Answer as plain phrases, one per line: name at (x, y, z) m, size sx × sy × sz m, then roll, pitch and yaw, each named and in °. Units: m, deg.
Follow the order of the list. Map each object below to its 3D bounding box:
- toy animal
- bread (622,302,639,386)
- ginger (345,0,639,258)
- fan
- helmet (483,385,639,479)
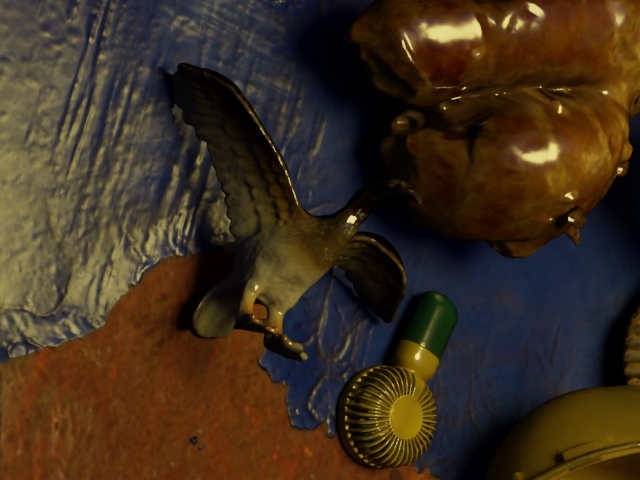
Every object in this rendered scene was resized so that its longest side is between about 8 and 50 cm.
toy animal at (-0.003, 0.012, 1.386) m, size 0.272 × 0.197 × 0.160 m, roll 42°, pitch 67°, yaw -32°
bread at (0.379, 0.087, 1.689) m, size 0.250 × 0.133 × 0.179 m, roll -39°, pitch 105°, yaw -37°
ginger at (0.213, -0.130, 1.560) m, size 0.418 × 0.176 × 0.254 m, roll -25°, pitch 109°, yaw -33°
fan at (0.070, 0.109, 1.517) m, size 0.082 × 0.039 × 0.155 m, roll 37°, pitch 66°, yaw -29°
helmet at (0.217, 0.197, 1.556) m, size 0.140 × 0.257 × 0.205 m, roll -101°, pitch 169°, yaw -47°
